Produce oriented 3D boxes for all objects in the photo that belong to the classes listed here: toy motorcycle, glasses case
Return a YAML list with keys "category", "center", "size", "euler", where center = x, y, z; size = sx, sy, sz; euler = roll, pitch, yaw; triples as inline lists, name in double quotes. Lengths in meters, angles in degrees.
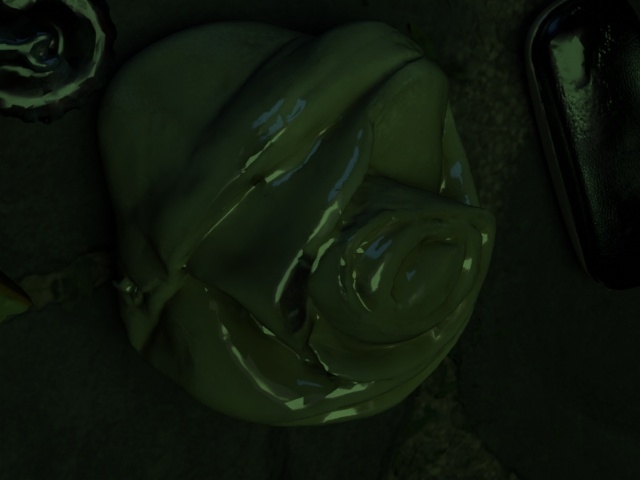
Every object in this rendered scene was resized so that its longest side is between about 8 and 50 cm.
- category: "toy motorcycle"
  center: [-0.303, -0.268, 1.474]
  size: [0.232, 0.172, 0.416]
  euler: [-18, 112, -13]
- category: "glasses case"
  center: [0.280, -0.095, 1.900]
  size: [0.122, 0.075, 0.314]
  euler: [-29, 118, -20]

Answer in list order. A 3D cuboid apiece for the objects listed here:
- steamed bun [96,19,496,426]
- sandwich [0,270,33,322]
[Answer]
- category: "steamed bun"
  center: [0.000, 0.000, 1.676]
  size: [0.342, 0.255, 0.367]
  euler: [-14, 114, -27]
- category: "sandwich"
  center: [-0.361, 0.018, 1.575]
  size: [0.108, 0.220, 0.186]
  euler: [-56, 159, -5]
